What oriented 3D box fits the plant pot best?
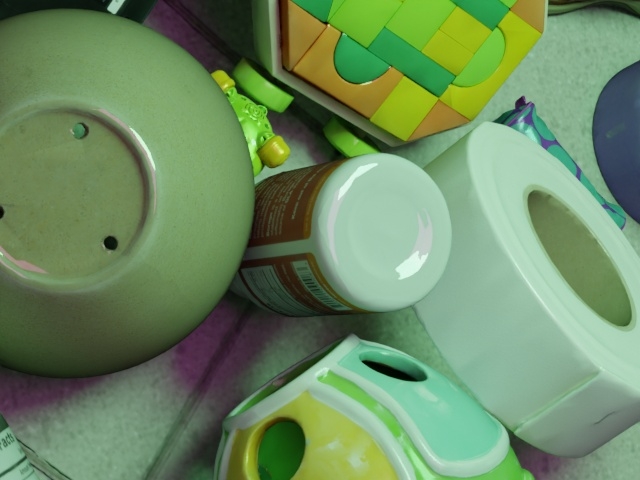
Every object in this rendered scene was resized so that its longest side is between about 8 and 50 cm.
[{"bbox_3d":[-0.183,-0.033,1.235,0.284,0.191,0.284,0,91,-6],"label":"plant pot"}]

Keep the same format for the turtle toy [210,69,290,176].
[{"bbox_3d":[-0.094,-0.070,1.401,0.130,0.066,0.095,-38,85,-20],"label":"turtle toy"}]

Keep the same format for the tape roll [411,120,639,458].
[{"bbox_3d":[0.184,0.041,1.462,0.286,0.100,0.286,40,27,-26],"label":"tape roll"}]

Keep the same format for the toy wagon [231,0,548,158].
[{"bbox_3d":[0.041,-0.213,1.426,0.344,0.068,0.267,28,105,-42],"label":"toy wagon"}]

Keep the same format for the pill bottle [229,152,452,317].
[{"bbox_3d":[0.000,0.000,1.372,0.121,0.216,0.121,2,86,-29],"label":"pill bottle"}]

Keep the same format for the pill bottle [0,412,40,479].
[{"bbox_3d":[-0.276,0.223,1.159,0.210,0.210,0.363,-31,91,-33],"label":"pill bottle"}]

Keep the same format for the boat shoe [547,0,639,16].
[{"bbox_3d":[0.289,-0.292,1.690,0.324,0.120,0.123,0,76,-30],"label":"boat shoe"}]

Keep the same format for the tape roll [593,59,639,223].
[{"bbox_3d":[0.368,-0.100,1.702,0.189,0.080,0.189,9,71,-27],"label":"tape roll"}]

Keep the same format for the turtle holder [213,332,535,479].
[{"bbox_3d":[0.016,0.211,1.300,0.320,0.243,0.227,-34,92,-45],"label":"turtle holder"}]

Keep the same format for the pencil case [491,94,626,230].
[{"bbox_3d":[0.216,-0.058,1.611,0.152,0.064,0.070,50,59,-7],"label":"pencil case"}]

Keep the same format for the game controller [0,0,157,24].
[{"bbox_3d":[-0.197,-0.235,1.357,0.166,0.067,0.319,34,93,-28],"label":"game controller"}]
